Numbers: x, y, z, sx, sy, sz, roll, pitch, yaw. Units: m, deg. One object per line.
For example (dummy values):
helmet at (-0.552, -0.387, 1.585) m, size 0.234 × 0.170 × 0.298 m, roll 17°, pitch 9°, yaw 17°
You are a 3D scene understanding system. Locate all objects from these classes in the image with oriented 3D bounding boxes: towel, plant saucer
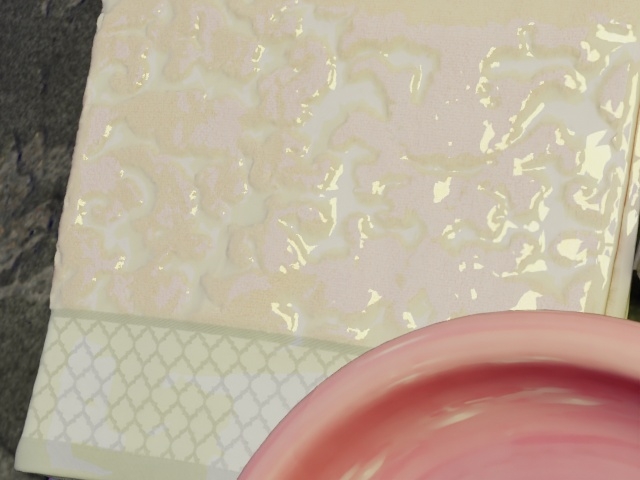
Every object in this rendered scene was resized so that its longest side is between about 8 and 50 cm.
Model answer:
towel at (0.000, 0.000, 0.523) m, size 0.331 × 0.053 × 0.317 m, roll 6°, pitch 81°, yaw 19°
plant saucer at (0.087, 0.195, 0.352) m, size 0.332 × 0.084 × 0.332 m, roll -11°, pitch 72°, yaw 35°

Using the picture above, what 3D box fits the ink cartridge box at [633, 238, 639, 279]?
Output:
ink cartridge box at (0.259, -0.035, 0.409) m, size 0.208 × 0.087 × 0.153 m, roll 14°, pitch 73°, yaw 17°

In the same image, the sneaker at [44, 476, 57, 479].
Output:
sneaker at (-0.148, 0.146, 0.621) m, size 0.077 × 0.072 × 0.178 m, roll 8°, pitch 62°, yaw 48°
